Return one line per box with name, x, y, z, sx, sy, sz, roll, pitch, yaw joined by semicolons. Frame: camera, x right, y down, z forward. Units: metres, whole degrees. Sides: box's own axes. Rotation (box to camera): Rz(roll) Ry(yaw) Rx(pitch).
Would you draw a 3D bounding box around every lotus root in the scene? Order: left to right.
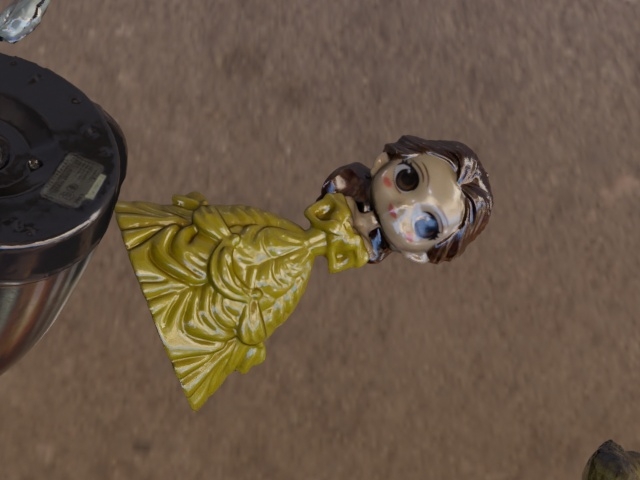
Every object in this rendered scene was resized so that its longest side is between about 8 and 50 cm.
lotus root;0.200;0.165;1.175;0.054;0.099;0.049;15;111;-15

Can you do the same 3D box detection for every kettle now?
kettle;-0.278;0.002;1.375;0.207;0.251;0.271;20;133;-6

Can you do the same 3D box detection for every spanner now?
spanner;-0.138;-0.254;1.279;0.017;0.071;0.302;43;73;-23

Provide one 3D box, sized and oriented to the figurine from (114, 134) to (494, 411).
figurine;0.000;-0.001;1.559;0.315;0.187;0.168;-22;150;-2
